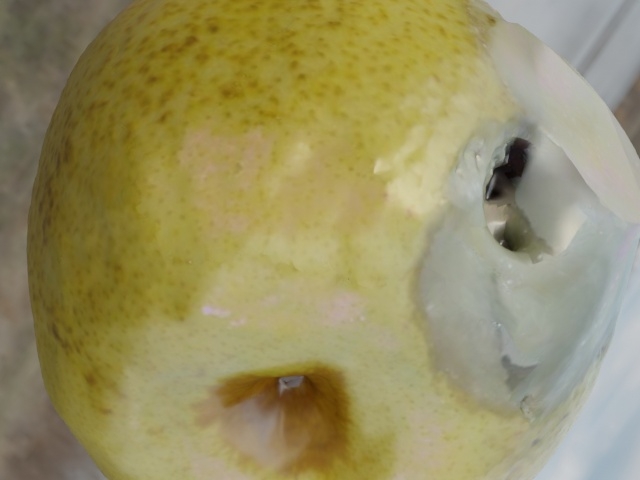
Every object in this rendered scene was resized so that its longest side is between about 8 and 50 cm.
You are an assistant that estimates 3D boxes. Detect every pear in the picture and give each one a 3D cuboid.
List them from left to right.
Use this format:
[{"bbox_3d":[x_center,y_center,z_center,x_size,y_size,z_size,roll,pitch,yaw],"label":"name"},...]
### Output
[{"bbox_3d":[0.000,0.000,0.835,0.271,0.271,0.271,-55,176,-6],"label":"pear"}]
